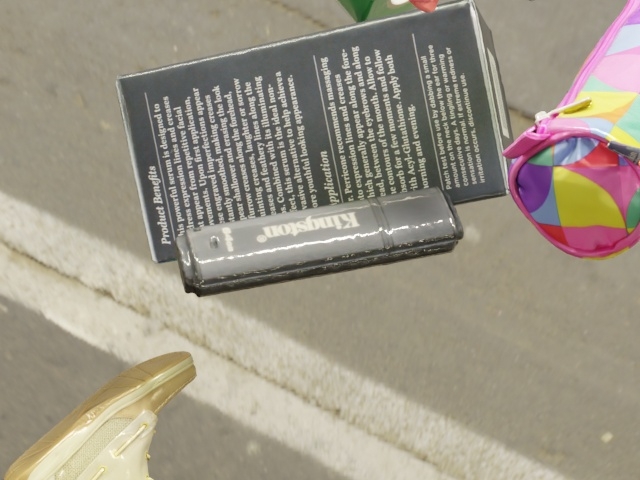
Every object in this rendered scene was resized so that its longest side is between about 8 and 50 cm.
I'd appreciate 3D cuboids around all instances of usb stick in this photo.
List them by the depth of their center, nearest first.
[{"bbox_3d":[0.000,0.000,1.285,0.278,0.045,0.077,-10,56,-10],"label":"usb stick"}]

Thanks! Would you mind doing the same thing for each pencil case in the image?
[{"bbox_3d":[0.207,-0.089,0.865,0.104,0.104,0.236,31,46,12],"label":"pencil case"}]

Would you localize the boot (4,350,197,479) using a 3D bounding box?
[{"bbox_3d":[-0.214,0.275,1.568,0.262,0.095,0.203,-40,105,-28],"label":"boot"}]

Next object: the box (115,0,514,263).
[{"bbox_3d":[0.012,-0.118,1.509,0.396,0.293,0.212,-11,91,12],"label":"box"}]

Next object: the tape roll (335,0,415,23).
[{"bbox_3d":[0.144,-0.380,1.552,0.321,0.321,0.077,-40,85,-14],"label":"tape roll"}]

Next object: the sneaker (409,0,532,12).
[{"bbox_3d":[0.201,-0.280,1.167,0.314,0.116,0.136,-14,79,0],"label":"sneaker"}]
